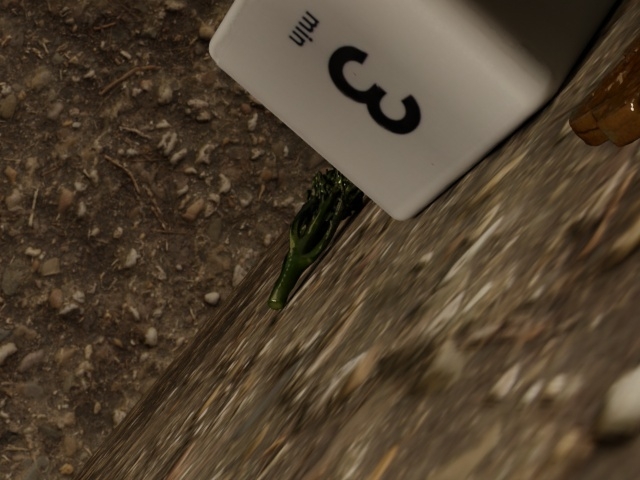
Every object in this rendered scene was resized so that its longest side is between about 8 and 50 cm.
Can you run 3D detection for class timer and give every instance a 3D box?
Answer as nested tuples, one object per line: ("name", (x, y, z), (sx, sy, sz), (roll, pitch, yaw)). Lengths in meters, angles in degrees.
("timer", (0.071, -0.166, 0.711), (0.194, 0.195, 0.192), (-53, 5, -36))

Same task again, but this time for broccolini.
("broccolini", (-0.013, -0.012, 1.120), (0.091, 0.068, 0.202), (-19, 25, 42))

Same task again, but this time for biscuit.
("biscuit", (0.147, -0.085, 0.378), (0.130, 0.019, 0.119), (-51, 4, -18))
